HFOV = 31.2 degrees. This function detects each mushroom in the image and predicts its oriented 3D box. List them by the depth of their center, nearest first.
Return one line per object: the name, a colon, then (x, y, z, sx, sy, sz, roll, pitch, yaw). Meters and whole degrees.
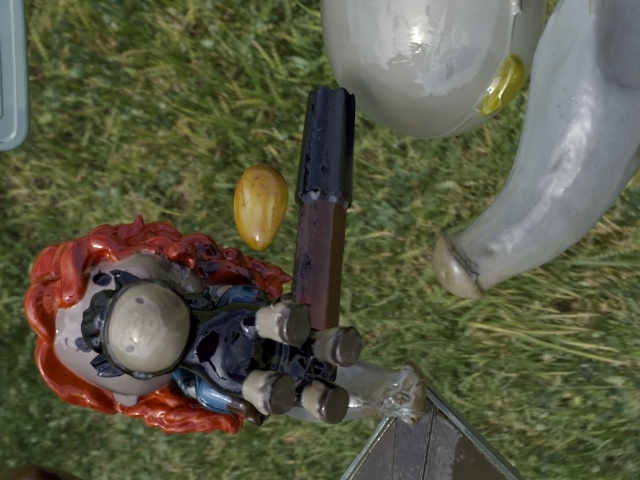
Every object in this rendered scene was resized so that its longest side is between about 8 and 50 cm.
mushroom: (0.188, -0.067, 0.899, 0.118, 0.103, 0.270, 26, 94, 4)
mushroom: (0.024, 0.187, 1.473, 0.225, 0.093, 0.116, 15, 91, 32)

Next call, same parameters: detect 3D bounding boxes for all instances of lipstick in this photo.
lipstick: (0.000, 0.000, 1.437, 0.077, 0.077, 0.418, -4, 66, 22)

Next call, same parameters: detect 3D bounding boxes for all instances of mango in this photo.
mango: (-0.059, -0.032, 1.136, 0.060, 0.046, 0.089, -19, 62, 39)

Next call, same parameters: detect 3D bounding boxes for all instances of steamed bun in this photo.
steamed bun: (0.156, -0.329, 1.590, 0.334, 0.334, 0.374, 2, 101, 23)

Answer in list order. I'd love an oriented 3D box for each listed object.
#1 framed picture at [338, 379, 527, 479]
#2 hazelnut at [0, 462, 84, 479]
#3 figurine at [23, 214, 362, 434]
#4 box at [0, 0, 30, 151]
framed picture: (0.121, 0.373, 1.577, 0.232, 0.024, 0.315, 45, 113, 31)
hazelnut: (-0.325, 0.362, 1.239, 0.229, 0.229, 0.229, -2, 84, 22)
figurine: (-0.146, 0.100, 1.218, 0.412, 0.306, 0.241, -169, 80, -66)
box: (-0.201, -0.112, 0.618, 0.084, 0.069, 0.122, -1, 123, -14)
